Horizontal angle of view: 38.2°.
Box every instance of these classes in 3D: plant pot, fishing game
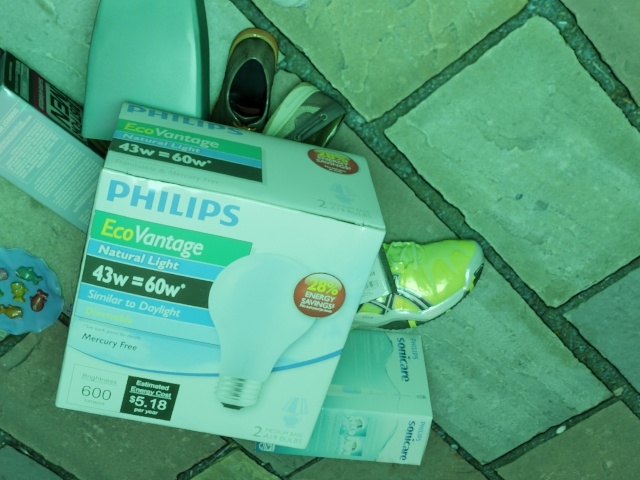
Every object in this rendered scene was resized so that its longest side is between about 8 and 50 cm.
[{"bbox_3d":[-0.237,-0.271,1.309,0.166,0.165,0.234,6,111,-4],"label":"plant pot"},{"bbox_3d":[-0.548,0.097,1.630,0.264,0.041,0.189,10,121,-7],"label":"fishing game"}]

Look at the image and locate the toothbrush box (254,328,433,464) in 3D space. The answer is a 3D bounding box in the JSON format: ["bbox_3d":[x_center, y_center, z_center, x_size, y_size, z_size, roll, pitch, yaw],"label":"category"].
[{"bbox_3d":[0.037,0.268,1.643,0.296,0.216,0.126,4,125,-5],"label":"toothbrush box"}]

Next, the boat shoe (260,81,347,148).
[{"bbox_3d":[-0.061,-0.103,1.383,0.285,0.092,0.103,-58,155,-8],"label":"boat shoe"}]

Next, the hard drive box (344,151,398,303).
[{"bbox_3d":[0.000,0.000,1.464,0.181,0.089,0.232,-17,85,12],"label":"hard drive box"}]

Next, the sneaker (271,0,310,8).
[{"bbox_3d":[0.012,-0.449,1.239,0.305,0.114,0.152,-52,146,17],"label":"sneaker"}]

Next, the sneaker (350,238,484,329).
[{"bbox_3d":[0.083,0.063,1.548,0.385,0.145,0.147,-16,123,9],"label":"sneaker"}]

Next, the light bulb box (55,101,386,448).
[{"bbox_3d":[-0.140,0.050,1.250,0.358,0.225,0.361,12,117,-11],"label":"light bulb box"}]

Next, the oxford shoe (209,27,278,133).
[{"bbox_3d":[-0.125,-0.181,1.406,0.097,0.098,0.271,7,124,-5],"label":"oxford shoe"}]

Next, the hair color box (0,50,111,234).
[{"bbox_3d":[-0.346,-0.103,1.376,0.113,0.185,0.374,-46,120,9],"label":"hair color box"}]
